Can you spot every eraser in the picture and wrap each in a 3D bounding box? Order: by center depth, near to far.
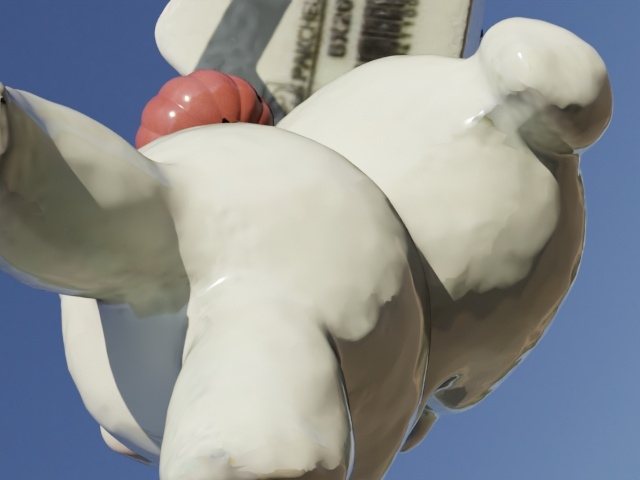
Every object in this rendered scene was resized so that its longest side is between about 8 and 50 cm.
[{"bbox_3d":[0.038,-0.146,1.423,0.331,0.331,0.150,-66,-9,2],"label":"eraser"}]

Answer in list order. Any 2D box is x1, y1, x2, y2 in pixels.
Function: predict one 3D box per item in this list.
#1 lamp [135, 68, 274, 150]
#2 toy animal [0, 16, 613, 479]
[{"bbox_3d":[-0.083,-0.071,1.064,0.108,0.092,0.107,-13,-67,-32],"label":"lamp"},{"bbox_3d":[-0.004,0.006,0.649,0.241,0.196,0.368,-50,-15,29],"label":"toy animal"}]
